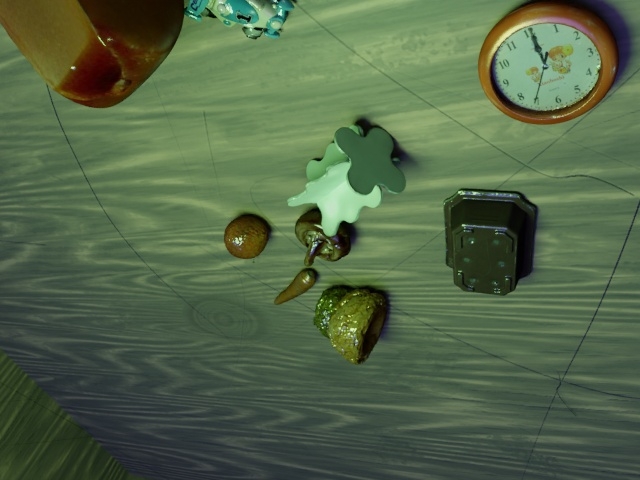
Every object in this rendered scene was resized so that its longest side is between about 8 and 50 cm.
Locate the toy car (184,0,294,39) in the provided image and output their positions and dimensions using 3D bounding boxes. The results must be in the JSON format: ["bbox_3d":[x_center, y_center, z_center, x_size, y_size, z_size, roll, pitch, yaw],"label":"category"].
[{"bbox_3d":[-0.138,-0.389,1.007,0.162,0.098,0.126,33,139,-8],"label":"toy car"}]

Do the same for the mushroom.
[{"bbox_3d":[0.001,-0.001,1.359,0.135,0.080,0.170,38,138,3],"label":"mushroom"}]

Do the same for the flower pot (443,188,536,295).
[{"bbox_3d":[0.333,0.020,1.225,0.179,0.084,0.250,5,134,19],"label":"flower pot"}]

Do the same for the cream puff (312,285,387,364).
[{"bbox_3d":[0.056,0.191,1.477,0.169,0.183,0.183,21,140,22],"label":"cream puff"}]

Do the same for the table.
[{"bbox_3d":[0.042,-0.111,1.179,0.167,0.166,0.198,37,144,-15],"label":"table"}]

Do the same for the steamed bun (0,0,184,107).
[{"bbox_3d":[-0.376,-0.422,0.962,0.235,0.248,0.379,-25,103,43],"label":"steamed bun"}]

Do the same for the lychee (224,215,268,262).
[{"bbox_3d":[-0.176,-0.005,1.426,0.101,0.140,0.114,34,99,-5],"label":"lychee"}]

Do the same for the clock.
[{"bbox_3d":[0.349,-0.271,0.943,0.205,0.051,0.205,14,138,13],"label":"clock"}]

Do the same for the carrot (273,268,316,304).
[{"bbox_3d":[-0.071,0.128,1.553,0.048,0.048,0.216,34,143,-11],"label":"carrot"}]
